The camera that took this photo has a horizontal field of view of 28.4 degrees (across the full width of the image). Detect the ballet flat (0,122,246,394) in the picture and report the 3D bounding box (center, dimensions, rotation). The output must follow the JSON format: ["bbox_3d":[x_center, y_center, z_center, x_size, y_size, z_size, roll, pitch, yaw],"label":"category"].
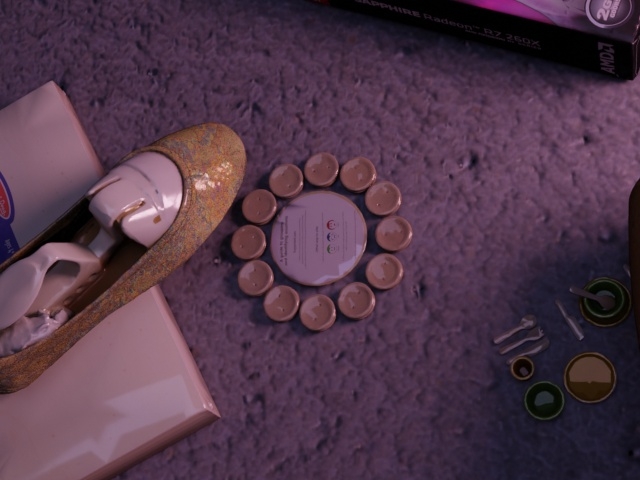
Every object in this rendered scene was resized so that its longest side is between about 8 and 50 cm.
[{"bbox_3d":[-0.213,0.008,1.190,0.348,0.123,0.123,-42,67,-3],"label":"ballet flat"}]

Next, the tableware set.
[{"bbox_3d":[0.241,0.093,1.150,0.154,0.024,0.104,-29,68,3],"label":"tableware set"}]

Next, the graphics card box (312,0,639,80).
[{"bbox_3d":[0.172,-0.318,1.269,0.371,0.094,0.232,19,77,18],"label":"graphics card box"}]

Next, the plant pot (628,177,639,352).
[{"bbox_3d":[0.357,0.047,1.045,0.237,0.237,0.254,-20,54,7],"label":"plant pot"}]

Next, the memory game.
[{"bbox_3d":[0.000,0.000,1.249,0.186,0.012,0.186,-4,72,13],"label":"memory game"}]

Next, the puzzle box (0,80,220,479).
[{"bbox_3d":[-0.303,0.065,1.283,0.272,0.052,0.408,-29,67,4],"label":"puzzle box"}]
